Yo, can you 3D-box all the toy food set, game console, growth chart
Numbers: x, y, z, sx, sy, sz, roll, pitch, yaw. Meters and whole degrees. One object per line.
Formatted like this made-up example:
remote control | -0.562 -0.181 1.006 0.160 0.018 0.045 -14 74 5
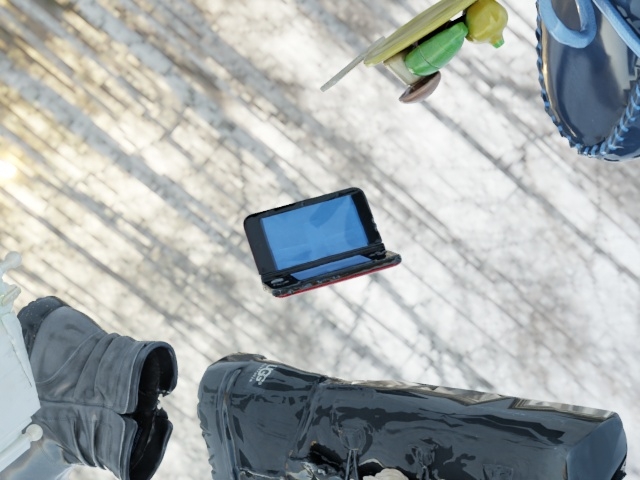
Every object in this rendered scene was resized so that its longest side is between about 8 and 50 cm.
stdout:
toy food set | 0.117 -0.194 1.342 0.218 0.071 0.128 -26 -166 43
game console | 0.000 0.000 1.429 0.144 0.085 0.124 -16 -173 -9
growth chart | -0.326 0.143 1.203 0.021 0.237 0.172 27 -138 34

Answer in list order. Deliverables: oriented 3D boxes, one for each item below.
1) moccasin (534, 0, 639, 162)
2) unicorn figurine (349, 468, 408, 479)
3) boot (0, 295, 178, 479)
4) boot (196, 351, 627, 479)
moccasin | 0.112 -0.171 0.522 0.117 0.342 0.138 -22 -135 -21
unicorn figurine | 0.090 0.282 1.215 0.060 0.162 0.111 -17 179 39
boot | -0.289 0.250 1.574 0.223 0.118 0.338 23 -68 34
boot | 0.106 0.300 1.358 0.445 0.367 0.146 5 -144 33
